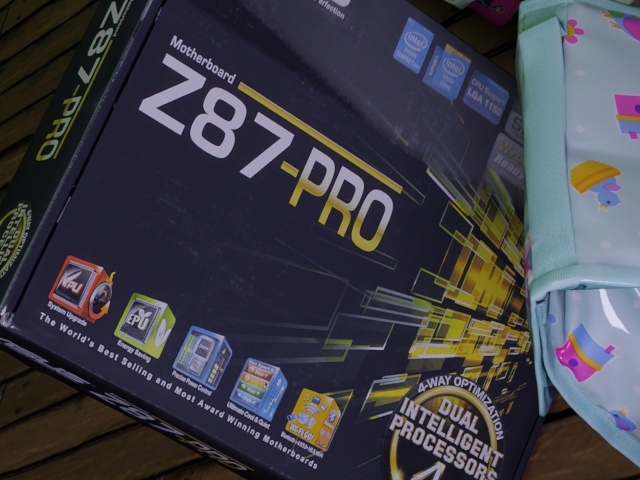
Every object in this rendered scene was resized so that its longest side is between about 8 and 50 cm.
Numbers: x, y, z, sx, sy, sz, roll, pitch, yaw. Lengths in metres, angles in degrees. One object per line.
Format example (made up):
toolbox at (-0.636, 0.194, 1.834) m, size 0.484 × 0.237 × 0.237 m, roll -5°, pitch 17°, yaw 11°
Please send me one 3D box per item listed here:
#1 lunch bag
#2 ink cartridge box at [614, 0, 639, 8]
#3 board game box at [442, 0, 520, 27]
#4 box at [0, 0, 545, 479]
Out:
lunch bag at (0.199, 0.003, 1.021) m, size 0.160 × 0.262 × 0.223 m, roll -32°, pitch 40°, yaw 37°
ink cartridge box at (0.230, -0.212, 1.376) m, size 0.104 × 0.061 × 0.181 m, roll -40°, pitch 33°, yaw 28°
board game box at (0.190, -0.370, 1.527) m, size 0.390 × 0.050 × 0.390 m, roll -54°, pitch 19°, yaw 5°
box at (0.000, 0.000, 1.184) m, size 0.097 × 0.395 × 0.318 m, roll -4°, pitch 58°, yaw 57°
